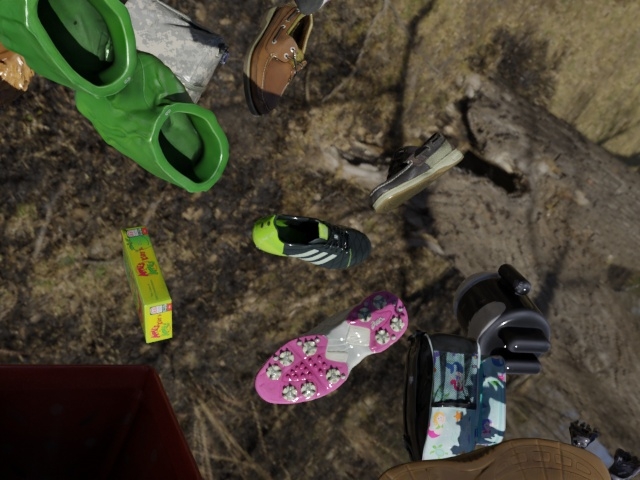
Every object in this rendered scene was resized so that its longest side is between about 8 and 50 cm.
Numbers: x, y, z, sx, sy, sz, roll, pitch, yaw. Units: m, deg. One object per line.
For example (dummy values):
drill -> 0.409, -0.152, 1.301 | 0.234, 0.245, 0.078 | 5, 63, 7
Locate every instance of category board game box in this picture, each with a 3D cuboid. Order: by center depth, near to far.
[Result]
board game box -> -0.292, 0.070, 1.003 | 0.043, 0.181, 0.092 | -10, 136, -24

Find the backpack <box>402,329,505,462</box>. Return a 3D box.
backpack -> 0.245, 0.315, 1.148 | 0.225, 0.191, 0.254 | 92, 8, -76

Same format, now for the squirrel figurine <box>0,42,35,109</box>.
squirrel figurine -> -0.657, -0.350, 0.901 | 0.370, 0.281, 0.397 | -14, 141, -16

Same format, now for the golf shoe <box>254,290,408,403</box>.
golf shoe -> 0.017, 0.203, 1.110 | 0.306, 0.115, 0.140 | -27, 178, -15

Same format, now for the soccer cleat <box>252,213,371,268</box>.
soccer cleat -> 0.000, 0.000, 0.770 | 0.178, 0.060, 0.072 | 9, 163, -31

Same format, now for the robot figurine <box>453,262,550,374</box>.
robot figurine -> 0.412, 0.185, 1.368 | 0.209, 0.278, 0.173 | -41, 116, 12

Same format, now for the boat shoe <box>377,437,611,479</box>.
boat shoe -> 0.203, 0.299, 0.732 | 0.285, 0.105, 0.089 | -1, 159, -1

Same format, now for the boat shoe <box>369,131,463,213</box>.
boat shoe -> 0.140, -0.112, 0.941 | 0.223, 0.073, 0.080 | -32, 172, -40

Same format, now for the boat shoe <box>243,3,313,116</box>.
boat shoe -> -0.088, -0.406, 1.315 | 0.111, 0.104, 0.307 | 57, 37, -57

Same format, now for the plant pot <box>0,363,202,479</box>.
plant pot -> -0.363, 0.354, 0.863 | 0.267, 0.267, 0.236 | 8, 113, -35

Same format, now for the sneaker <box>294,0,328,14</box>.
sneaker -> 0.031, -0.421, 0.929 | 0.178, 0.072, 0.077 | -7, -148, 48

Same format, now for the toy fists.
toy fists -> -0.197, -0.156, 0.560 | 0.096, 0.142, 0.279 | -57, 146, -12

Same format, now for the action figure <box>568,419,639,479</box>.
action figure -> 0.373, 0.416, 0.870 | 0.141, 0.164, 0.276 | 12, 100, -44

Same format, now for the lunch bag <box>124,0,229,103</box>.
lunch bag -> -0.444, -0.527, 1.697 | 0.256, 0.305, 0.212 | -59, -178, 12
